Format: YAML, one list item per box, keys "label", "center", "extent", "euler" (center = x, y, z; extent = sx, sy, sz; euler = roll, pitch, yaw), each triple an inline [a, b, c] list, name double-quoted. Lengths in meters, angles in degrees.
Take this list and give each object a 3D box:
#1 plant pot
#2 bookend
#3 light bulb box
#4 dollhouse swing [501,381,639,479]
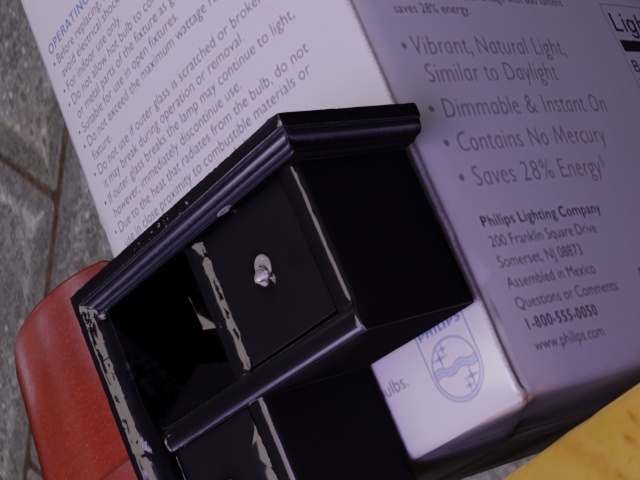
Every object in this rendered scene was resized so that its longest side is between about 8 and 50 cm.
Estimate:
- label: "plant pot"
  center: [-0.120, 0.167, 1.042]
  extent: [0.265, 0.272, 0.272]
  euler: [58, 134, 37]
- label: "bookend"
  center: [-0.006, 0.055, 0.478]
  extent: [0.156, 0.072, 0.157]
  euler: [-36, 72, 43]
- label: "light bulb box"
  center: [0.073, -0.068, 0.689]
  extent: [0.225, 0.358, 0.361]
  euler: [-37, 68, 42]
- label: "dollhouse swing"
  center: [0.202, 0.183, 0.524]
  extent: [0.347, 0.305, 0.315]
  euler: [-39, 52, 14]
